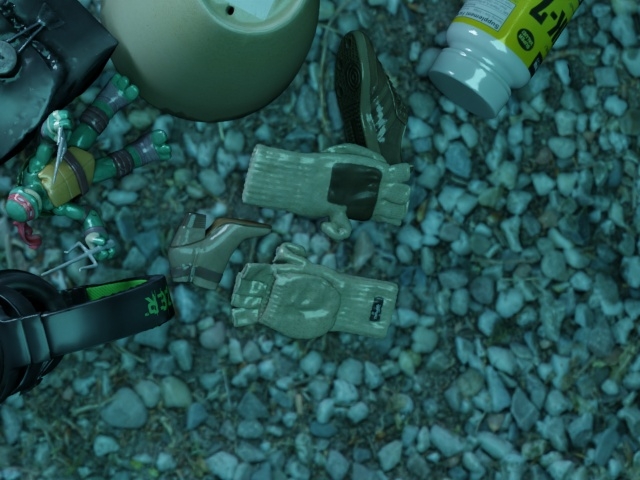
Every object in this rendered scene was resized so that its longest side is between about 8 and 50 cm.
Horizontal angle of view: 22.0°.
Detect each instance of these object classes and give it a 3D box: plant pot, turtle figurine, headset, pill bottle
[{"bbox_3d":[-0.101,-0.270,1.823,0.256,0.274,0.256,0,89,-14],"label":"plant pot"},{"bbox_3d":[-0.275,-0.076,1.833,0.234,0.118,0.175,-47,132,-37],"label":"turtle figurine"},{"bbox_3d":[-0.348,0.131,1.786,0.394,0.243,0.185,-12,94,6],"label":"headset"},{"bbox_3d":[0.226,-0.259,1.981,0.119,0.119,0.208,36,82,-10],"label":"pill bottle"}]

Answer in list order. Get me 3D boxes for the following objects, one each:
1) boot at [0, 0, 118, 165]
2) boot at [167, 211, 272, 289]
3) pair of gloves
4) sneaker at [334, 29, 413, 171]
[{"bbox_3d":[-0.498,-0.246,1.806,0.367,0.146,0.445,-44,103,-9],"label":"boot"},{"bbox_3d":[-0.121,0.015,1.935,0.118,0.042,0.087,8,93,-12],"label":"boot"},{"bbox_3d":[0.000,0.000,1.935,0.204,0.042,0.240,1,108,-16],"label":"pair of gloves"},{"bbox_3d":[0.067,-0.160,1.978,0.071,0.066,0.188,-10,96,-30],"label":"sneaker"}]
